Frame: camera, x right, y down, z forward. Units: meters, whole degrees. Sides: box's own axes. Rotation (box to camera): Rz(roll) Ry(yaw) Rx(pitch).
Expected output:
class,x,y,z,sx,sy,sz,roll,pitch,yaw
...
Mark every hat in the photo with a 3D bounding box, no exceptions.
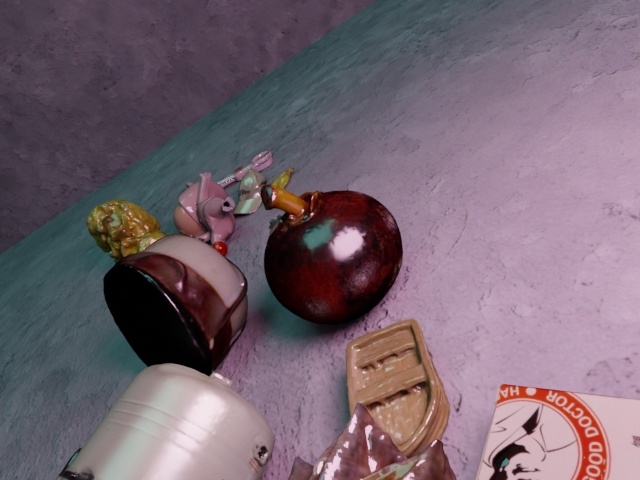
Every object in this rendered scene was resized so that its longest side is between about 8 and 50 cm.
class,x,y,z,sx,sy,sz,roll,pitch,yaw
hat,-0.214,-0.140,1.422,0.122,0.081,0.166,-2,53,49

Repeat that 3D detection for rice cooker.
class,x,y,z,sx,sy,sz,roll,pitch,yaw
rice cooker,-0.188,0.296,0.605,0.226,0.226,0.244,-11,36,38

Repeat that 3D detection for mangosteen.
class,x,y,z,sx,sy,sz,roll,pitch,yaw
mangosteen,0.000,0.000,0.784,0.236,0.261,0.235,-28,30,18

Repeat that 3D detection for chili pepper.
class,x,y,z,sx,sy,sz,roll,pitch,yaw
chili pepper,-0.116,-0.152,1.363,0.049,0.043,0.208,-36,25,27

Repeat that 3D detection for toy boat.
class,x,y,z,sx,sy,sz,roll,pitch,yaw
toy boat,0.096,0.193,0.603,0.116,0.061,0.188,-25,30,15

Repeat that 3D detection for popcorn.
class,x,y,z,sx,sy,sz,roll,pitch,yaw
popcorn,-0.608,-0.029,1.512,0.286,0.225,0.173,5,52,52

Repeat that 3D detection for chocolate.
class,x,y,z,sx,sy,sz,roll,pitch,yaw
chocolate,-0.248,0.115,0.912,0.284,0.283,0.186,-3,24,45

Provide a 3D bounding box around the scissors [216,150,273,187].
class,x,y,z,sx,sy,sz,roll,pitch,yaw
scissors,-0.268,-0.227,1.644,0.242,0.030,0.118,-28,29,6

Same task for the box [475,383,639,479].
class,x,y,z,sx,sy,sz,roll,pitch,yaw
box,0.285,0.229,0.350,0.353,0.069,0.214,-8,39,43

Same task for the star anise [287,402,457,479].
class,x,y,z,sx,sy,sz,roll,pitch,yaw
star anise,0.021,0.306,0.416,0.331,0.118,0.331,-47,26,31

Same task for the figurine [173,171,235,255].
class,x,y,z,sx,sy,sz,roll,pitch,yaw
figurine,-0.317,-0.070,1.326,0.186,0.176,0.287,-37,37,-13
